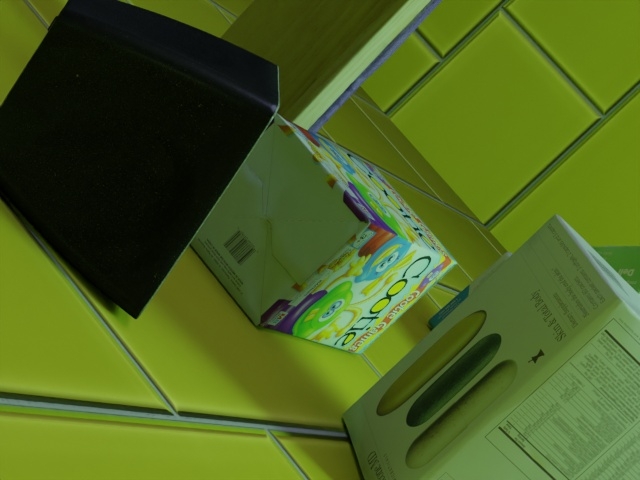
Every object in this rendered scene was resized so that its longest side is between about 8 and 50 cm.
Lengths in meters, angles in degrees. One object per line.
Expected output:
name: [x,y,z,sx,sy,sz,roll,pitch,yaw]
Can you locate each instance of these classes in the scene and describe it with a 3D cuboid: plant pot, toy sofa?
plant pot: [-0.150,-0.082,1.424,0.167,0.188,0.187,32,12,-9]
toy sofa: [-0.006,-0.188,1.922,0.150,0.362,0.177,51,15,26]

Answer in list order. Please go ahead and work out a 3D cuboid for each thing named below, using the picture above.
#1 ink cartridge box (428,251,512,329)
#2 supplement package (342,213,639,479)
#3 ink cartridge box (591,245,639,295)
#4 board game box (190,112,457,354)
ink cartridge box: [0.238,0.126,2.384,0.082,0.139,0.191,42,10,-38]
supplement package: [0.189,0.159,1.613,0.198,0.262,0.199,43,9,-20]
ink cartridge box: [0.346,0.206,2.246,0.119,0.353,0.207,0,-33,49]
board game box: [0.000,0.000,1.822,0.144,0.142,0.275,50,10,19]
